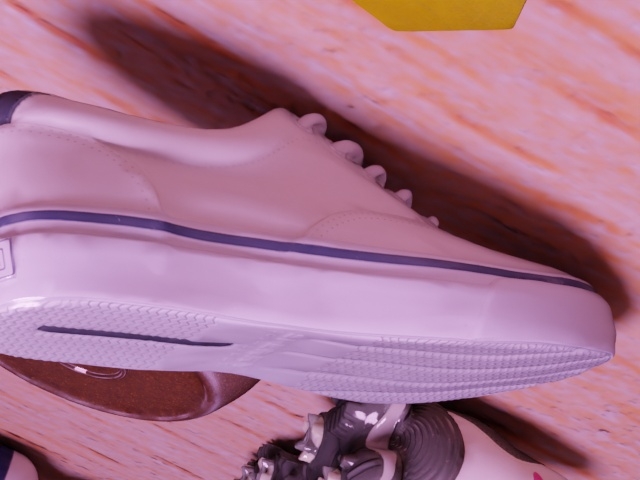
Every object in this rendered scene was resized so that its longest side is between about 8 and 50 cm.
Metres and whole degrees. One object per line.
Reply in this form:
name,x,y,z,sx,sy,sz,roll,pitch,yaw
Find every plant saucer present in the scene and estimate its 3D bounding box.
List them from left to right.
plant saucer,-0.108,0.044,0.808,0.168,0.029,0.168,15,153,7

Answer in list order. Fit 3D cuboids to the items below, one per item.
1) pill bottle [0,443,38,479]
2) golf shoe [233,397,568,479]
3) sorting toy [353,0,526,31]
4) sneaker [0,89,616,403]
pill bottle,-0.232,0.166,1.022,0.186,0.112,0.112,25,153,-11
golf shoe,0.019,0.154,0.854,0.120,0.105,0.273,18,154,-14
sorting toy,-0.056,-0.147,0.415,0.307,0.041,0.229,32,146,-24
sneaker,0.000,0.000,0.597,0.258,0.091,0.094,11,156,-34
